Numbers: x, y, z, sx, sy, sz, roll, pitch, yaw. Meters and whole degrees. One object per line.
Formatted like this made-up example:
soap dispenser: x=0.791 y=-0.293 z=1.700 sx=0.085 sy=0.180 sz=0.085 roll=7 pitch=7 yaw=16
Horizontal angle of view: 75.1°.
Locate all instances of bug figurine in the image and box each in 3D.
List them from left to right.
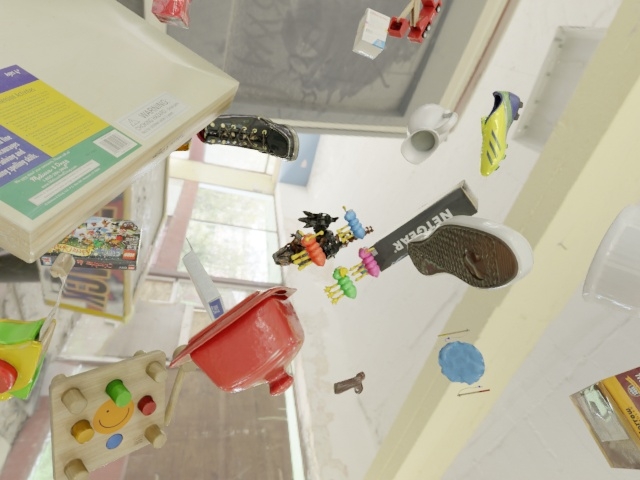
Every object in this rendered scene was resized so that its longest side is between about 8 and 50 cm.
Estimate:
bug figurine: x=0.063 y=0.031 z=1.082 sx=0.072 sy=0.279 sz=0.216 roll=-30 pitch=-88 yaw=43

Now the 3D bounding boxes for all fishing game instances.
fishing game: x=0.575 y=0.499 z=1.701 sx=0.189 sy=0.041 sz=0.264 roll=-24 pitch=-98 yaw=28

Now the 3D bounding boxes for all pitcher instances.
pitcher: x=0.328 y=-0.331 z=1.207 sx=0.177 sy=0.125 sz=0.207 roll=-31 pitch=-161 yaw=39

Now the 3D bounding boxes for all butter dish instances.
butter dish: x=-0.077 y=0.141 z=0.529 sx=0.118 sy=0.159 sz=0.160 roll=53 pitch=-1 yaw=10

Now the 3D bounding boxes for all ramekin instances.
ramekin: x=0.799 y=0.058 z=1.054 sx=0.135 sy=0.277 sz=0.278 roll=29 pitch=-66 yaw=42

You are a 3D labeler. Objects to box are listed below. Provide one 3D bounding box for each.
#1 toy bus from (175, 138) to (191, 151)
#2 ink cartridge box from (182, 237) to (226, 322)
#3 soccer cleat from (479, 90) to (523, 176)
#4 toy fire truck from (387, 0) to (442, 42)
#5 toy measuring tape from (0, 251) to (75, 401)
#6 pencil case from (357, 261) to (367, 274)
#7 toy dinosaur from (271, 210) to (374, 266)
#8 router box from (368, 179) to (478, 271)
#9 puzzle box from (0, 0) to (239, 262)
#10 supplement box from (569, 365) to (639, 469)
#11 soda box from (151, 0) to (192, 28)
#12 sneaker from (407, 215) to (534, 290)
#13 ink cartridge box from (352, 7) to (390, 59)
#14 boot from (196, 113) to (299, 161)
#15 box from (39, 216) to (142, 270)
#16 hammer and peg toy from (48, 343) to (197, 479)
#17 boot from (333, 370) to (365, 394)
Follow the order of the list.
toy bus: x=-0.389 y=-0.363 z=1.037 sx=0.220 sy=0.149 sz=0.212 roll=79 pitch=20 yaw=-57
ink cartridge box: x=-0.484 y=0.204 z=1.733 sx=0.330 sy=0.071 sz=0.324 roll=49 pitch=-24 yaw=29
soccer cleat: x=0.582 y=-0.363 z=1.412 sx=0.093 sy=0.121 sz=0.289 roll=-131 pitch=-122 yaw=-79
toy fire truck: x=0.280 y=-0.658 z=1.220 sx=0.047 sy=0.135 sz=0.192 roll=29 pitch=-88 yaw=34
toy measuring tape: x=-0.488 y=0.140 z=0.654 sx=0.330 sy=0.121 sz=0.121 roll=-57 pitch=-156 yaw=24
pencil case: x=0.211 y=0.123 z=1.858 sx=0.151 sy=0.070 sz=0.065 roll=12 pitch=64 yaw=-73
toy dinosaur: x=0.000 y=0.000 z=1.324 sx=0.164 sy=0.321 sz=0.218 roll=52 pitch=-7 yaw=12
router box: x=0.299 y=-0.048 z=1.201 sx=0.308 sy=0.081 sz=0.243 roll=-35 pitch=179 yaw=23
puzzle box: x=-0.306 y=-0.182 z=0.497 sx=0.052 sy=0.272 sz=0.409 roll=-52 pitch=-173 yaw=41
supplement box: x=0.550 y=0.267 z=0.667 sx=0.194 sy=0.191 sz=0.129 roll=59 pitch=10 yaw=-59
soda box: x=-0.421 y=-0.778 z=1.220 sx=0.083 sy=0.092 sz=0.264 roll=-113 pitch=-147 yaw=-82
sneaker: x=0.236 y=-0.002 z=0.627 sx=0.106 sy=0.123 sz=0.290 roll=66 pitch=-9 yaw=-5
ink cartridge box: x=0.189 y=-0.769 z=1.538 sx=0.090 sy=0.092 sz=0.143 roll=173 pitch=-69 yaw=-71
boot: x=-0.172 y=-0.237 z=0.958 sx=0.236 sy=0.178 sz=0.085 roll=40 pitch=-51 yaw=45
box: x=-0.631 y=0.003 z=1.165 sx=0.044 sy=0.232 sz=0.159 roll=115 pitch=-29 yaw=-42
hammer and peg toy: x=-0.452 y=0.408 z=1.020 sx=0.127 sy=0.361 sz=0.266 roll=18 pitch=-73 yaw=40
boot: x=0.083 y=0.467 z=1.310 sx=0.037 sy=0.114 sz=0.107 roll=40 pitch=-44 yaw=43
